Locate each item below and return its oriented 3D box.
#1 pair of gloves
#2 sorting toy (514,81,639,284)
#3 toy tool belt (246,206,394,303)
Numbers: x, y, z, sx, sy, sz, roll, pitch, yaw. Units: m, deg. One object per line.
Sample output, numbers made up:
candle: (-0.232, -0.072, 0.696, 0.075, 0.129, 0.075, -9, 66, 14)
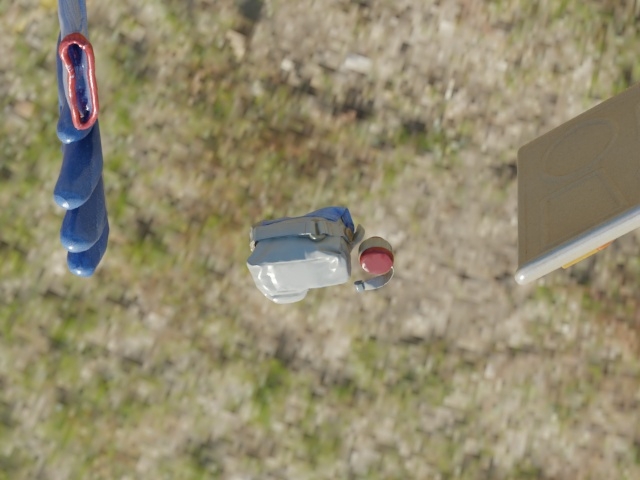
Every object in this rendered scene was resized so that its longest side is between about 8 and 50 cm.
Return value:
pair of gloves: (-0.102, -0.089, 0.760, 0.023, 0.159, 0.198, -7, 146, -6)
sorting toy: (0.228, -0.057, 1.379, 0.193, 0.208, 0.038, -29, 112, 22)
toy tool belt: (0.000, 0.000, 1.088, 0.083, 0.051, 0.052, -9, 133, 9)
